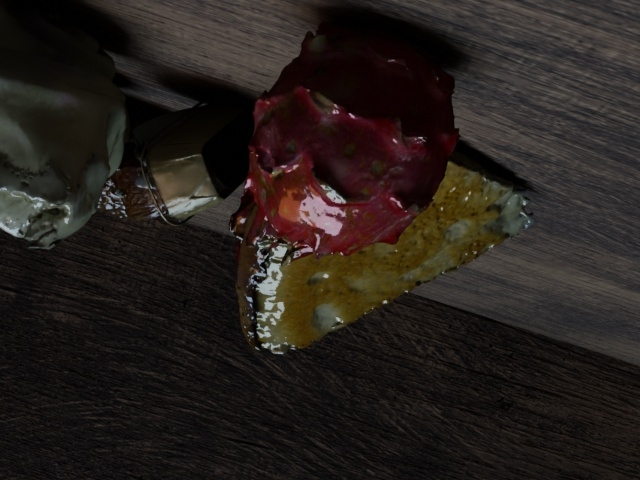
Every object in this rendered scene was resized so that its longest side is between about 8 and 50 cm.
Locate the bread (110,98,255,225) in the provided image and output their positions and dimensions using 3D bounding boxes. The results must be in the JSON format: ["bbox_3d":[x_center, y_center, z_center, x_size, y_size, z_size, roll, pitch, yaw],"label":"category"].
[{"bbox_3d":[-0.189,-0.102,1.775,0.212,0.142,0.224,-12,-158,32],"label":"bread"}]

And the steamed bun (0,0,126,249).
[{"bbox_3d":[-0.371,-0.182,1.566,0.347,0.237,0.394,-3,-144,-44],"label":"steamed bun"}]

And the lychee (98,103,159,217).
[{"bbox_3d":[-0.313,-0.127,2.072,0.238,0.200,0.200,32,170,-15],"label":"lychee"}]

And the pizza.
[{"bbox_3d":[0.045,-0.037,1.639,0.080,0.435,0.392,63,-178,36],"label":"pizza"}]

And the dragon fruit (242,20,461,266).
[{"bbox_3d":[0.021,-0.081,1.247,0.205,0.268,0.210,20,-156,-51],"label":"dragon fruit"}]

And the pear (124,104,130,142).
[{"bbox_3d":[-0.379,-0.171,1.888,0.197,0.197,0.197,17,174,2],"label":"pear"}]

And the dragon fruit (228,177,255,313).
[{"bbox_3d":[0.009,0.004,1.806,0.228,0.286,0.329,21,178,10],"label":"dragon fruit"}]
